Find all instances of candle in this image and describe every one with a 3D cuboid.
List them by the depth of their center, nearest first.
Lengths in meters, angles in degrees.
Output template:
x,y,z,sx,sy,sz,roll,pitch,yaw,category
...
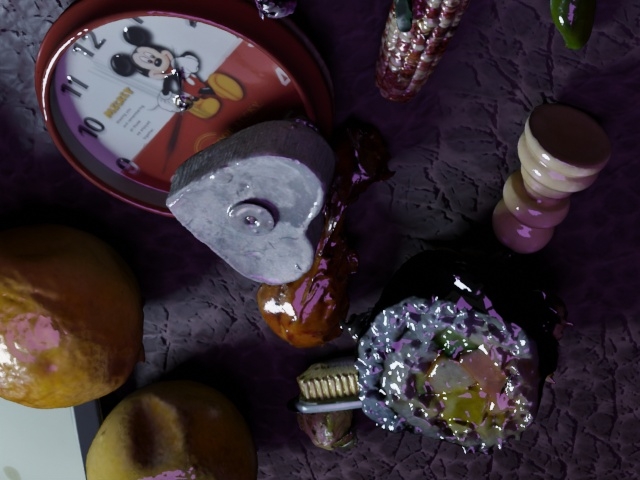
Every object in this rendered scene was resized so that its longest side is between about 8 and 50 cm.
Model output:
x,y,z,sx,sy,sz,roll,pitch,yaw,category
-0.073,-0.045,1.606,0.168,0.068,0.192,10,133,2,candle

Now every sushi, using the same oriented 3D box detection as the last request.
x,y,z,sx,sy,sz,roll,pitch,yaw,category
0.160,0.102,1.707,0.238,0.218,0.225,39,119,9,sushi

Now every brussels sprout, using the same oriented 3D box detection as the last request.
x,y,z,sx,sy,sz,roll,pitch,yaw,category
0.013,0.237,1.929,0.085,0.058,0.085,2,146,1,brussels sprout

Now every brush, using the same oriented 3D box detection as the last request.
x,y,z,sx,sy,sz,roll,pitch,yaw,category
0.101,0.162,1.858,0.296,0.068,0.060,-6,106,8,brush

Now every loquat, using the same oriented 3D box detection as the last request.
x,y,z,sx,sy,sz,roll,pitch,yaw,category
-0.317,0.089,1.761,0.238,0.193,0.238,-8,130,-9,loquat
-0.182,0.272,1.887,0.213,0.213,0.213,4,130,5,loquat

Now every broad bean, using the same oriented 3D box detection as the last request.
x,y,z,sx,sy,sz,roll,pitch,yaw,category
0.260,-0.281,1.475,0.069,0.039,0.227,11,130,-9,broad bean

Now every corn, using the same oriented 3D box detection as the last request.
x,y,z,sx,sy,sz,roll,pitch,yaw,category
0.106,-0.235,1.515,0.079,0.079,0.237,18,134,-6,corn

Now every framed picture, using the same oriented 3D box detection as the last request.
x,y,z,sx,sy,sz,roll,pitch,yaw,category
-0.436,0.243,1.991,0.347,0.016,0.265,8,131,13,framed picture

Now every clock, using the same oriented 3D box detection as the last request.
x,y,z,sx,sy,sz,roll,pitch,yaw,category
-0.141,-0.149,1.616,0.318,0.080,0.318,6,137,5,clock

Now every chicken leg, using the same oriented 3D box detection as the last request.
x,y,z,sx,sy,sz,roll,pitch,yaw,category
0.000,0.000,1.720,0.113,0.093,0.304,22,126,7,chicken leg

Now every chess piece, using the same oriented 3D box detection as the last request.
x,y,z,sx,sy,sz,roll,pitch,yaw,category
0.235,-0.057,1.640,0.094,0.094,0.170,17,138,-5,chess piece

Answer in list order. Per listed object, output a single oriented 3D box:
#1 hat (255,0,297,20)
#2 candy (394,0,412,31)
x,y,z,sx,sy,sz,roll,pitch,yaw,category
-0.041,-0.285,1.399,0.129,0.227,0.140,-32,124,30,hat
0.066,-0.338,1.403,0.097,0.097,0.324,0,121,9,candy
